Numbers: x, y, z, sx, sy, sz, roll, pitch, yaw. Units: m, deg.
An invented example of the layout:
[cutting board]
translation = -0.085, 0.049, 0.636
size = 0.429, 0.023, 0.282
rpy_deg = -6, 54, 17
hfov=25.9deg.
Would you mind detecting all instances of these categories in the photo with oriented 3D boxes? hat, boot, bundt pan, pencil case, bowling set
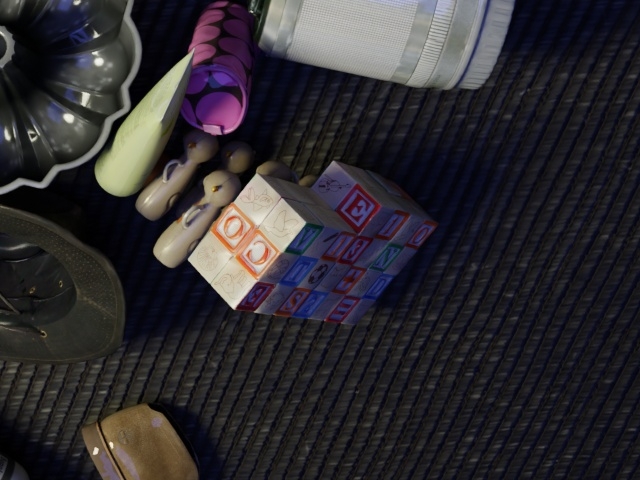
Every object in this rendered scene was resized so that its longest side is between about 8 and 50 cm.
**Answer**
[hat]
translation = -0.361, 0.015, 1.663
size = 0.331, 0.134, 0.331
rpy_deg = 12, 139, 11
[boot]
translation = -0.191, 0.351, 1.830
size = 0.115, 0.112, 0.305
rpy_deg = -28, 107, -5
[bundt pan]
translation = -0.364, -0.204, 1.572
size = 0.330, 0.124, 0.331
rpy_deg = 1, 83, -5
[pencil case]
translation = -0.111, -0.194, 1.587
size = 0.095, 0.209, 0.098
rpy_deg = 13, 119, -1
[bowling set]
translation = -0.133, -0.076, 1.646
size = 0.200, 0.287, 0.154
rpy_deg = 45, 102, 16

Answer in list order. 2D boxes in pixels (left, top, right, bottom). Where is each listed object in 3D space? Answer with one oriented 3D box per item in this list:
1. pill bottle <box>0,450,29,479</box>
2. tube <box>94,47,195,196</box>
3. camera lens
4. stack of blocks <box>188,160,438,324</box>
[pill bottle]
translation = -0.497, 0.326, 1.741
size = 0.363, 0.210, 0.210
rpy_deg = 38, 103, -15
[tube]
translation = -0.187, -0.117, 1.510
size = 0.062, 0.240, 0.070
rpy_deg = -14, 75, -28
[camera lens]
translation = 0.064, -0.292, 1.559
size = 0.274, 0.219, 0.219
rpy_deg = 11, 108, -8
[stack of blocks]
translation = 0.000, 0.000, 1.623
size = 0.087, 0.297, 0.171
rpy_deg = 45, 105, 25
